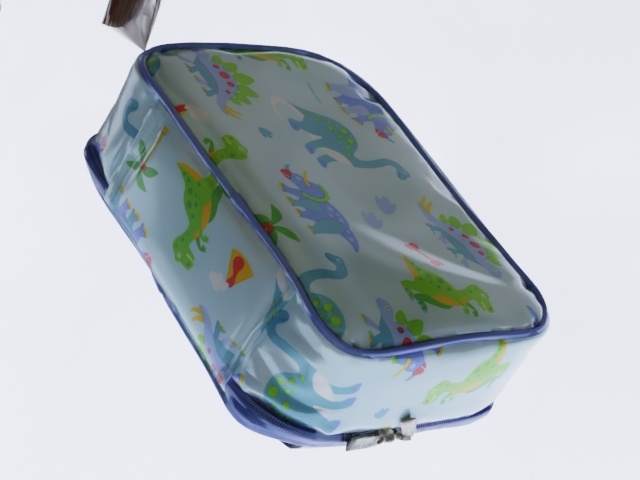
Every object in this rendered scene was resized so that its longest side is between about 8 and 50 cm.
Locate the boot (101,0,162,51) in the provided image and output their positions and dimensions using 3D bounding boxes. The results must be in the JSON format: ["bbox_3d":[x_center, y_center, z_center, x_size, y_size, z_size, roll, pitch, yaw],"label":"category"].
[{"bbox_3d":[-0.092,-0.166,1.141,0.037,0.114,0.106,14,-172,11],"label":"boot"}]

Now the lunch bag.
[{"bbox_3d":[0.000,0.000,0.991,0.176,0.090,0.219,-5,-131,-44],"label":"lunch bag"}]
